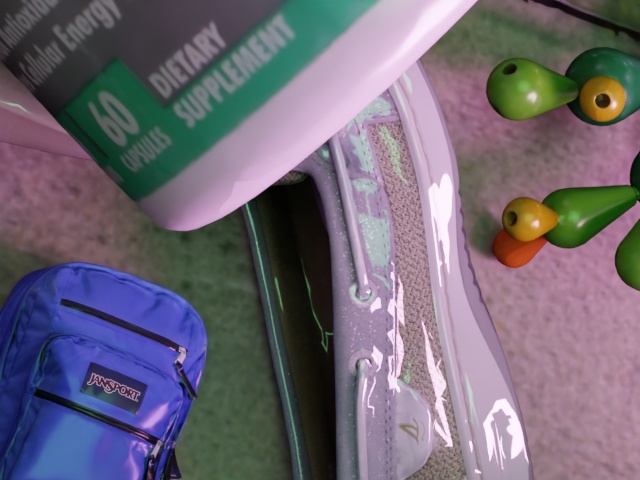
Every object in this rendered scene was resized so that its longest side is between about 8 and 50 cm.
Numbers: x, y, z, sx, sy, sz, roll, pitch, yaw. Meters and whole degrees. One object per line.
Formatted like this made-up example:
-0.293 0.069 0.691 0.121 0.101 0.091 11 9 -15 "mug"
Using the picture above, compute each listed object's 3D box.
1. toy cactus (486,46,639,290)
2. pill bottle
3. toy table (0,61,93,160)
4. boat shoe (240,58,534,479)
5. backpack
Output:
0.173 -0.044 0.928 0.219 0.112 0.180 27 58 -11 "toy cactus"
-0.096 -0.196 0.627 0.361 0.204 0.204 47 73 -7 "pill bottle"
-0.206 -0.075 0.766 0.252 0.161 0.274 11 80 -17 "toy table"
-0.001 0.001 0.848 0.103 0.118 0.320 -20 97 -23 "boat shoe"
-0.098 0.071 0.816 0.098 0.101 0.120 25 74 -20 "backpack"
